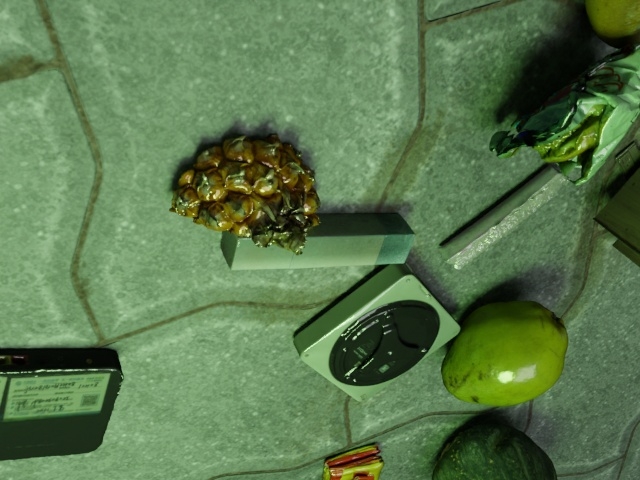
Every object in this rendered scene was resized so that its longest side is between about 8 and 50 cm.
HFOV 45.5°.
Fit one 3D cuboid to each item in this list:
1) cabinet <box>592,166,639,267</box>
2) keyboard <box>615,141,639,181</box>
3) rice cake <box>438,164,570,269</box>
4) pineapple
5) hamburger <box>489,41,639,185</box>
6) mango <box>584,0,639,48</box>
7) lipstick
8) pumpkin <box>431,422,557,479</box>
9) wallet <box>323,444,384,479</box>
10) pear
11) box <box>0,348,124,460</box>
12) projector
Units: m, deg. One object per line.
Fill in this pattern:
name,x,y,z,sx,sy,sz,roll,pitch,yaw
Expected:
cabinet,0.666,-0.056,1.472,0.215,0.148,0.175,-50,142,8
keyboard,0.611,-0.141,1.487,0.049,0.015,0.129,-45,134,6
rice cake,0.334,-0.044,1.395,0.270,0.055,0.049,-38,124,7
pineapple,-0.073,-0.067,1.086,0.250,0.164,0.140,3,118,-26
hamburger,0.413,-0.177,1.195,0.276,0.150,0.260,-35,179,-16
mango,0.462,-0.413,1.079,0.176,0.175,0.329,8,148,-5
lipstick,0.000,0.000,1.243,0.317,0.066,0.068,-1,128,-27
pumpkin,0.416,0.598,1.853,0.328,0.257,0.291,28,124,-33
wallet,0.065,0.586,1.785,0.141,0.067,0.241,-8,131,-19
pear,0.369,0.230,1.543,0.269,0.212,0.212,-37,136,17
box,-0.505,0.264,1.209,0.350,0.058,0.211,5,123,-31
projector,0.116,0.186,1.457,0.259,0.079,0.257,-37,136,8
